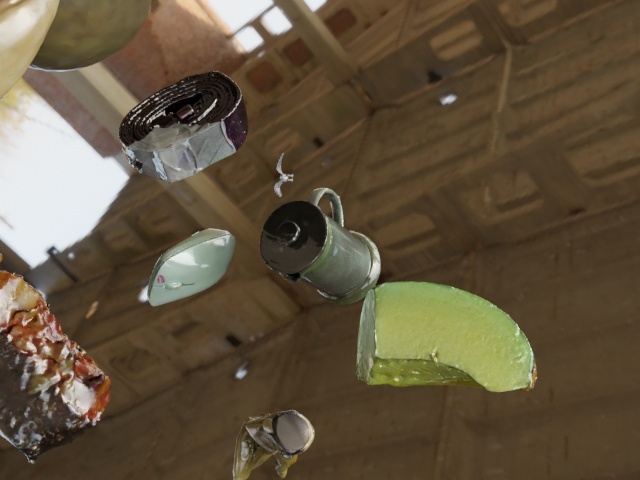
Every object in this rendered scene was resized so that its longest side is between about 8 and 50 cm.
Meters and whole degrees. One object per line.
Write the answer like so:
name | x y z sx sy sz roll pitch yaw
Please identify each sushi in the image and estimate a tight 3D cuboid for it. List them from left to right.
sushi | -0.482 0.166 1.308 0.182 0.343 0.196 -38 -169 -9

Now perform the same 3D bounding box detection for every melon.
melon | 0.259 0.232 1.759 0.343 0.331 0.226 3 -143 -6

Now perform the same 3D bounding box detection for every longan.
longan | -0.487 -0.520 1.545 0.404 0.404 0.436 -39 -166 7

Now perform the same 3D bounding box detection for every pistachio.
pistachio | -0.532 -0.301 1.288 0.293 0.162 0.181 -55 -160 -2

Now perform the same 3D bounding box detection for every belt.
belt | -0.299 -0.243 1.870 0.289 0.164 0.184 -29 -119 -12

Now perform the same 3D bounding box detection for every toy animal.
toy animal | -0.067 -0.119 1.579 0.028 0.050 0.084 0 -101 34

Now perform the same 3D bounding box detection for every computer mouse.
computer mouse | -0.297 0.069 2.013 0.288 0.097 0.159 -37 156 -57

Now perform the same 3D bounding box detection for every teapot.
teapot | 0.000 0.000 2.079 0.200 0.337 0.270 2 -105 28

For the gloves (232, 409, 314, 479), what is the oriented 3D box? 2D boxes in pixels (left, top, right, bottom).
gloves | -0.124 0.495 2.035 0.331 0.154 0.141 133 -47 -54

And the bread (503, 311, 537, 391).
bread | 0.436 0.253 1.911 0.064 0.193 0.193 -18 -158 -10
